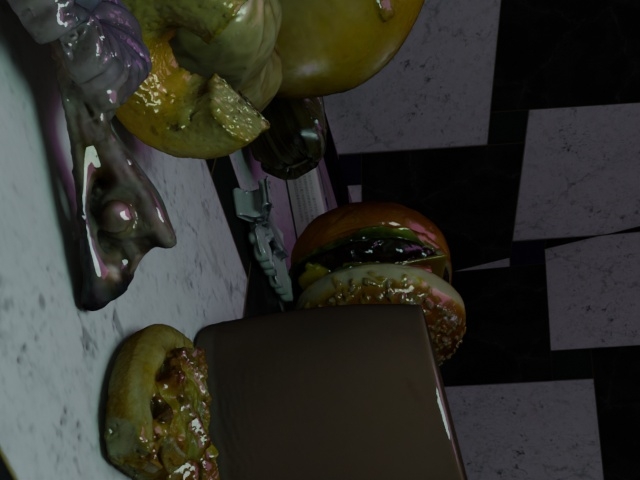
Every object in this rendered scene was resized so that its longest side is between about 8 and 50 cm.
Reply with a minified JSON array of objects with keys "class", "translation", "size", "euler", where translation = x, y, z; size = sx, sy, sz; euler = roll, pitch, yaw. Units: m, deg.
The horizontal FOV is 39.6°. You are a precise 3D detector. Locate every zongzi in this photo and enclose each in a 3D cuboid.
[{"class":"zongzi","translation":[-0.084,-0.264,1.324],"size":[0.286,0.134,0.288],"euler":[-100,167,-51]}]

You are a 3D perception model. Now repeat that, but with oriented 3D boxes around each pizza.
[{"class":"pizza","translation":[-0.103,0.124,0.631],"size":[0.175,0.046,0.134],"euler":[-91,166,-66]}]

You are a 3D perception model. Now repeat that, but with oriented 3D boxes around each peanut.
[{"class":"peanut","translation":[-0.102,-0.194,0.880],"size":[0.305,0.147,0.147],"euler":[98,-20,-76]}]

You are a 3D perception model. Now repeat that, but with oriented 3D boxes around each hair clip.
[{"class":"hair clip","translation":[-0.071,-0.012,1.238],"size":[0.220,0.054,0.140],"euler":[69,4,-64]},{"class":"hair clip","translation":[-0.155,-0.107,0.582],"size":[0.173,0.069,0.300],"euler":[-26,102,-84]}]

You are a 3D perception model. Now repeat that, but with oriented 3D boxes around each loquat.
[{"class":"loquat","translation":[-0.019,-0.348,1.128],"size":[0.359,0.328,0.328],"euler":[61,15,-87]}]

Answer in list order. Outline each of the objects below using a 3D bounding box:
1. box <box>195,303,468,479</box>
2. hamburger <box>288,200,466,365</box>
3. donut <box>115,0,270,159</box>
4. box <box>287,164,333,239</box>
[{"class":"box","translation":[0.023,0.192,0.859],"size":[0.301,0.216,0.301],"euler":[-15,90,-82]},{"class":"hamburger","translation":[0.080,0.094,1.356],"size":[0.291,0.291,0.225],"euler":[69,14,-49]},{"class":"donut","translation":[-0.118,-0.143,0.718],"size":[0.078,0.146,0.181],"euler":[-77,170,-51]},{"class":"box","translation":[0.000,0.000,1.764],"size":[0.200,0.065,0.343],"euler":[63,14,-63]}]
